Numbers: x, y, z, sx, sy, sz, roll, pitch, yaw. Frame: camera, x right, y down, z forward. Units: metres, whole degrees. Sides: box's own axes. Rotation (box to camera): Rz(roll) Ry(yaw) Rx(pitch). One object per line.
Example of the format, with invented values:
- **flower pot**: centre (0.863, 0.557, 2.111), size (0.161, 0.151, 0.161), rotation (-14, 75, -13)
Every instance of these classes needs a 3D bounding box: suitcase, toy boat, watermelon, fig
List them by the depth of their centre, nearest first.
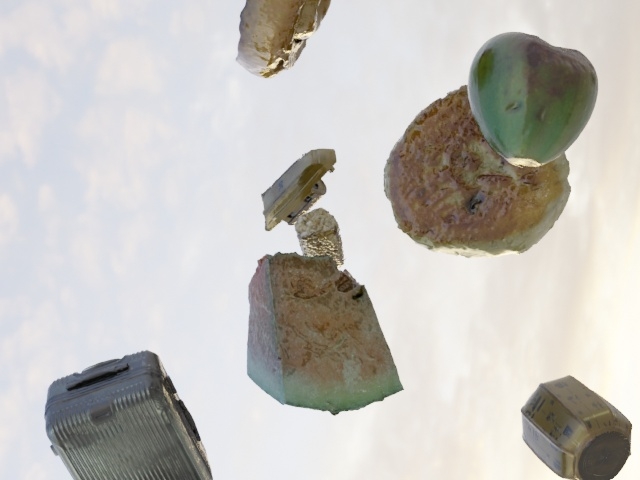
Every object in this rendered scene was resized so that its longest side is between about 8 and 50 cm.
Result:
- **fig**: centre (0.292, -0.194, 1.505), size (0.181, 0.181, 0.191), rotation (41, -120, -61)
- **suitcase**: centre (-0.291, 0.329, 1.716), size (0.128, 0.202, 0.312), rotation (-108, 0, -56)
- **watermelon**: centre (-0.004, 0.175, 1.978), size (0.264, 0.151, 0.302), rotation (-3, -105, -33)
- **toy boat**: centre (-0.039, -0.099, 2.129), size (0.088, 0.226, 0.068), rotation (23, -139, -31)

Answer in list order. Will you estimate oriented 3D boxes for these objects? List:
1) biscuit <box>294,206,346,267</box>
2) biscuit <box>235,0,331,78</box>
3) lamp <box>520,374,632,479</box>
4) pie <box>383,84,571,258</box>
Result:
- **biscuit**: centre (0.000, 0.000, 2.057), size (0.168, 0.082, 0.070), rotation (74, 176, -63)
- **biscuit**: centre (-0.031, -0.375, 1.605), size (0.296, 0.102, 0.296), rotation (-155, 90, -90)
- **lamp**: centre (0.440, 0.329, 1.883), size (0.185, 0.161, 0.161), rotation (-129, 30, -61)
- **pie**: centre (0.261, -0.113, 1.816), size (0.092, 0.315, 0.315), rotation (-28, -58, -78)
